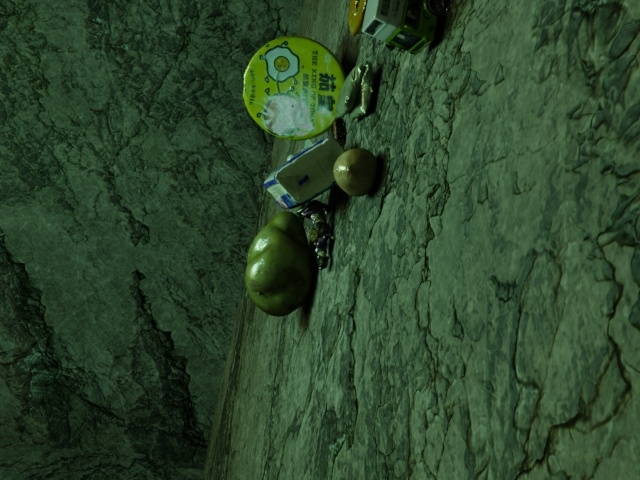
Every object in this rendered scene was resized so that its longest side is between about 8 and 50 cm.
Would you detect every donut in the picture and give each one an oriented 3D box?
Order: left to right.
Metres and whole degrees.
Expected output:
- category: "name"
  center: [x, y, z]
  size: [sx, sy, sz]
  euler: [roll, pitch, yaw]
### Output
- category: "donut"
  center: [0.131, -0.665, 1.892]
  size: [0.178, 0.065, 0.162]
  euler: [149, 127, -73]

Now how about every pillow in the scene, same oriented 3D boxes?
- category: "pillow"
  center: [0.094, -0.388, 1.774]
  size: [0.181, 0.077, 0.134]
  euler: [173, 111, -81]

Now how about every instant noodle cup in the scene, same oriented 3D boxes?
- category: "instant noodle cup"
  center: [-0.072, -0.512, 2.161]
  size: [0.254, 0.325, 0.326]
  euler: [-83, 9, -64]

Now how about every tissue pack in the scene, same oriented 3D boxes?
- category: "tissue pack"
  center: [-0.038, -0.180, 1.894]
  size: [0.137, 0.209, 0.269]
  euler: [58, 169, -7]

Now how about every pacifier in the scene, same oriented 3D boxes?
- category: "pacifier"
  center: [-0.058, -0.271, 2.293]
  size: [0.150, 0.116, 0.127]
  euler: [-42, 64, 65]

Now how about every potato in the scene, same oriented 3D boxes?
- category: "potato"
  center: [-0.119, 0.064, 2.055]
  size: [0.202, 0.218, 0.351]
  euler: [-19, 46, 30]
- category: "potato"
  center: [0.081, -0.163, 1.565]
  size: [0.147, 0.112, 0.112]
  euler: [139, 141, -82]

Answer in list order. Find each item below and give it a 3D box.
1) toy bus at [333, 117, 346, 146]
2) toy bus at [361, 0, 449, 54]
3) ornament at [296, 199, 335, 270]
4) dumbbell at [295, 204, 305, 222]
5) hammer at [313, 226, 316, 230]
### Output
- category: "toy bus"
  center: [0.056, -0.318, 1.993]
  size: [0.110, 0.031, 0.043]
  euler: [-92, 11, -46]
- category: "toy bus"
  center: [0.183, -0.536, 1.331]
  size: [0.113, 0.139, 0.302]
  euler: [168, 115, -75]
- category: "ornament"
  center: [0.005, -0.014, 1.873]
  size: [0.081, 0.088, 0.203]
  euler: [-41, 46, 32]
- category: "dumbbell"
  center: [-0.070, -0.112, 2.352]
  size: [0.052, 0.046, 0.118]
  euler: [-88, 13, -57]
- category: "hammer"
  center: [0.000, 0.000, 1.992]
  size: [0.178, 0.021, 0.065]
  euler: [-106, 29, -60]
